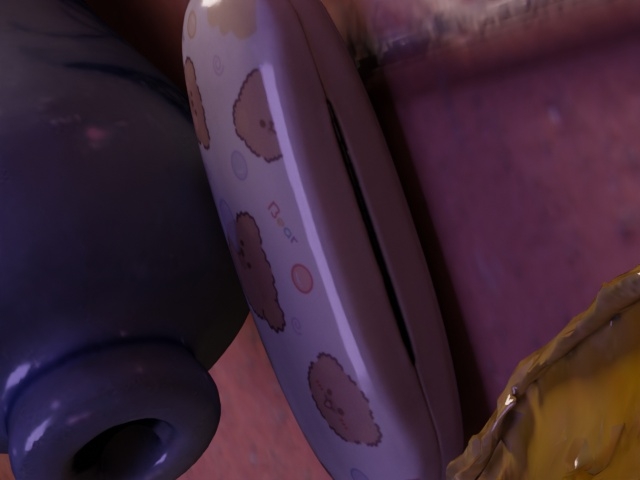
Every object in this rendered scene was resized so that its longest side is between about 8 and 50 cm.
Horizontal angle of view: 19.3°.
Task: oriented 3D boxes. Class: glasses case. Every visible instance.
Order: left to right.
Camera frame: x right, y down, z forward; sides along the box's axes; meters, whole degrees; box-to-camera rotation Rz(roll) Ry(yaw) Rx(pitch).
[{"bbox_3d":[0.000,0.000,0.552,0.063,0.041,0.164,-6,102,63],"label":"glasses case"}]

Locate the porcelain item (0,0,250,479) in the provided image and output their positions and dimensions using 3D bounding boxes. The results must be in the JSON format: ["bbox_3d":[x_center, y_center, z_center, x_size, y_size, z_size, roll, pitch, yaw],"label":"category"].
[{"bbox_3d":[-0.109,-0.030,0.637,0.259,0.141,0.141,61,153,33],"label":"porcelain item"}]

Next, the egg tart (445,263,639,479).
[{"bbox_3d":[0.120,0.203,0.324,0.443,0.178,0.443,42,142,45],"label":"egg tart"}]
